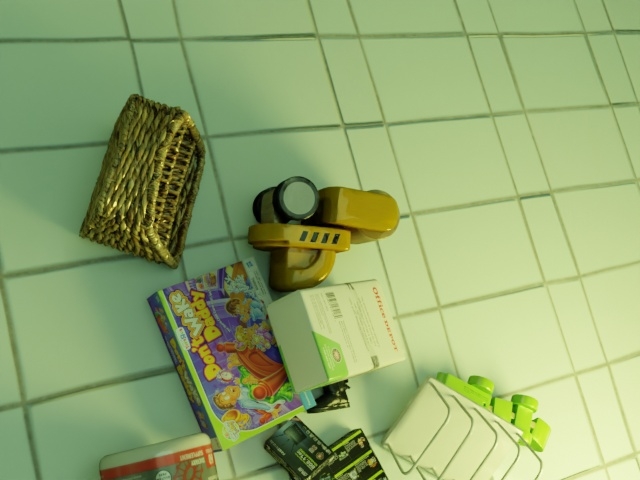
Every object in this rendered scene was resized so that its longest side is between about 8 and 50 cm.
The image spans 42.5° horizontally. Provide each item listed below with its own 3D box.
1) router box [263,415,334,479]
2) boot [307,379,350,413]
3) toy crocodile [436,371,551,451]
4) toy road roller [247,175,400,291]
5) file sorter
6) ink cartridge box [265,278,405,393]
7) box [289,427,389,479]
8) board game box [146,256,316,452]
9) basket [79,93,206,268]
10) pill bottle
[{"bbox_3d":[-0.045,0.441,1.727,0.122,0.038,0.092,39,55,22],"label":"router box"},{"bbox_3d":[0.013,0.328,1.821,0.121,0.045,0.099,-2,77,-36],"label":"boot"},{"bbox_3d":[0.415,0.414,1.984,0.341,0.105,0.115,24,64,-14],"label":"toy crocodile"},{"bbox_3d":[0.000,0.000,1.841,0.330,0.202,0.240,6,83,-21],"label":"toy road roller"},{"bbox_3d":[0.315,0.469,1.815,0.278,0.173,0.192,32,97,-15],"label":"file sorter"},{"bbox_3d":[0.038,0.202,1.782,0.273,0.115,0.198,-4,70,-50],"label":"ink cartridge box"},{"bbox_3d":[0.054,0.533,1.776,0.191,0.045,0.184,-28,85,-31],"label":"box"},{"bbox_3d":[-0.185,0.235,1.726,0.233,0.078,0.347,-21,84,-32],"label":"board game box"},{"bbox_3d":[-0.333,-0.124,1.687,0.223,0.213,0.299,21,65,-20],"label":"basket"},{"bbox_3d":[-0.268,0.551,1.499,0.210,0.210,0.362,-8,78,-30],"label":"pill bottle"}]
